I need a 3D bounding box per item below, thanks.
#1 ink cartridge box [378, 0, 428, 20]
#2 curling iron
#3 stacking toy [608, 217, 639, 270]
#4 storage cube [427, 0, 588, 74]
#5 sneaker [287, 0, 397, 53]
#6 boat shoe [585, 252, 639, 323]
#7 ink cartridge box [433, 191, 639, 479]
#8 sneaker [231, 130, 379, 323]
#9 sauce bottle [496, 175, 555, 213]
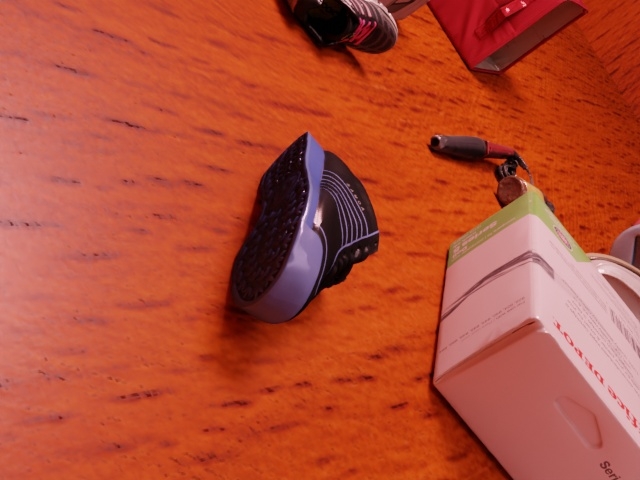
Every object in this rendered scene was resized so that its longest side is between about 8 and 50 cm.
[{"bbox_3d":[0.049,-0.383,1.326,0.211,0.121,0.289,56,23,1],"label":"ink cartridge box"},{"bbox_3d":[0.210,-0.107,1.383,0.274,0.035,0.068,13,48,-58],"label":"curling iron"},{"bbox_3d":[0.594,0.075,1.603,0.130,0.279,0.309,-23,80,-55],"label":"stacking toy"},{"bbox_3d":[0.287,-0.399,1.727,0.193,0.184,0.215,59,24,9],"label":"storage cube"},{"bbox_3d":[0.024,-0.234,1.162,0.170,0.063,0.074,25,38,-42],"label":"sneaker"},{"bbox_3d":[0.399,0.139,1.330,0.302,0.113,0.103,46,20,-24],"label":"boat shoe"},{"bbox_3d":[0.213,0.104,1.012,0.198,0.115,0.273,50,24,-13],"label":"ink cartridge box"},{"bbox_3d":[0.000,0.000,0.781,0.090,0.081,0.232,41,25,-16],"label":"sneaker"},{"bbox_3d":[0.277,-0.053,1.433,0.128,0.042,0.042,18,44,-53],"label":"sauce bottle"}]
